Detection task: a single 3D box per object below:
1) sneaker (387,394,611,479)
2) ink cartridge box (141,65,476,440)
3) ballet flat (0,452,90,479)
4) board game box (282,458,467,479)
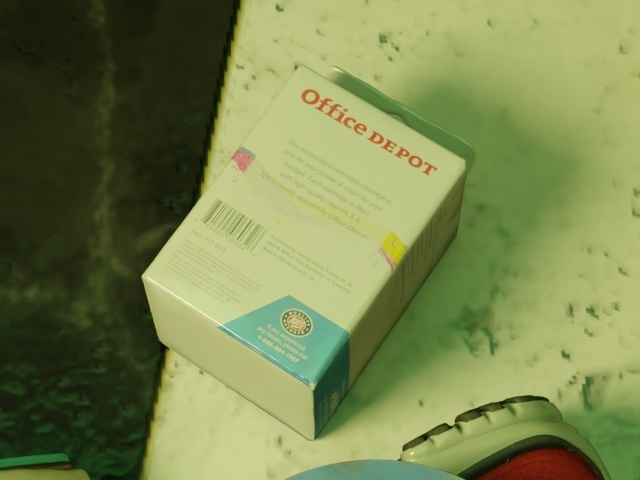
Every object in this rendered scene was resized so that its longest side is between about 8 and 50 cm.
[{"bbox_3d":[0.008,0.170,0.801,0.279,0.107,0.118,-29,76,-9],"label":"sneaker"},{"bbox_3d":[0.000,0.000,0.872,0.092,0.090,0.143,33,72,13],"label":"ink cartridge box"},{"bbox_3d":[-0.197,0.127,0.779,0.248,0.086,0.086,5,63,-37],"label":"ballet flat"},{"bbox_3d":[0.023,0.170,0.744,0.133,0.033,0.169,-10,79,-10],"label":"board game box"}]
